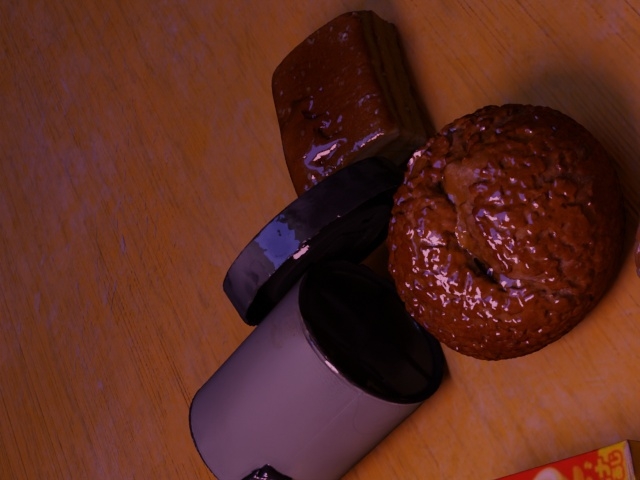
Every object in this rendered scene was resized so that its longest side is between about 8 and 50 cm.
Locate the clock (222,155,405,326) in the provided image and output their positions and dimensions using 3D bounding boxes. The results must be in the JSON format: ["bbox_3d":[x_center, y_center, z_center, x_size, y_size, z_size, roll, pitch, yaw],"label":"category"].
[{"bbox_3d":[0.000,0.000,1.756,0.055,0.280,0.280,51,125,14],"label":"clock"}]

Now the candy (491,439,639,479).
[{"bbox_3d":[0.263,0.283,1.441,0.276,0.146,0.088,-30,57,47],"label":"candy"}]

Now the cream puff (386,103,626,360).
[{"bbox_3d":[0.191,-0.017,1.563,0.303,0.212,0.303,-22,60,44],"label":"cream puff"}]

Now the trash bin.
[{"bbox_3d":[-0.007,0.187,1.760,0.262,0.217,0.277,-48,19,34],"label":"trash bin"}]

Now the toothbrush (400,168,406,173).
[{"bbox_3d":[0.065,-0.110,1.908,0.288,0.024,0.021,32,102,51],"label":"toothbrush"}]

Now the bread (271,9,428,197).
[{"bbox_3d":[0.030,-0.177,1.876,0.184,0.110,0.234,-38,48,29],"label":"bread"}]

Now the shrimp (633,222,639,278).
[{"bbox_3d":[0.392,-0.027,1.448,0.101,0.042,0.190,33,108,30],"label":"shrimp"}]
